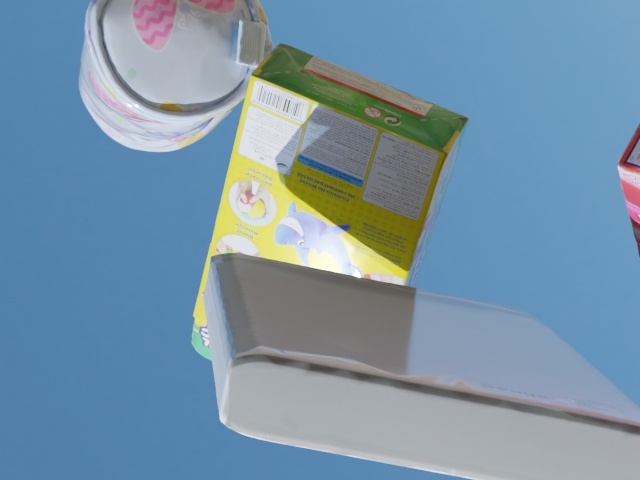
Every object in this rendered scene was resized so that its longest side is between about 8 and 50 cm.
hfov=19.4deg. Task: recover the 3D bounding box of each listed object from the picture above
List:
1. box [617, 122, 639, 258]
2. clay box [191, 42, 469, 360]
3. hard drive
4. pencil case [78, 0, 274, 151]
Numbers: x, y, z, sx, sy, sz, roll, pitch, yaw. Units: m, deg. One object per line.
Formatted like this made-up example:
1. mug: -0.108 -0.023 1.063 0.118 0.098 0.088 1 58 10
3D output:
1. box: 0.272 -0.010 0.801 0.128 0.257 0.122 -59 -25 -14
2. clay box: 0.000 0.000 1.166 0.127 0.222 0.053 23 -142 9
3. hard drive: 0.044 0.062 0.963 0.203 0.040 0.307 11 -174 -6
4. pencil case: -0.106 -0.125 1.310 0.124 0.273 0.113 21 -94 -6
